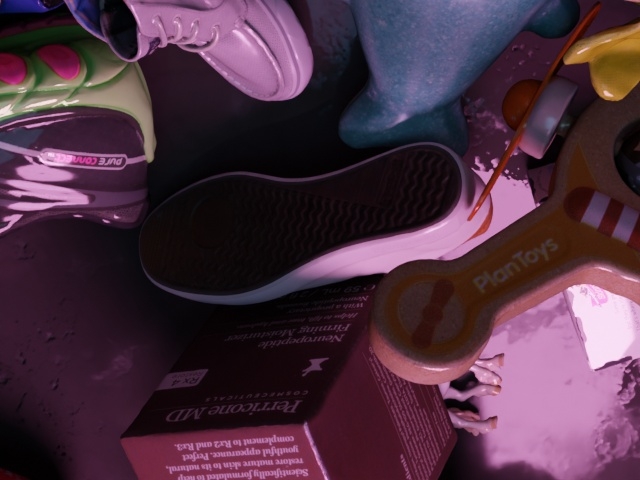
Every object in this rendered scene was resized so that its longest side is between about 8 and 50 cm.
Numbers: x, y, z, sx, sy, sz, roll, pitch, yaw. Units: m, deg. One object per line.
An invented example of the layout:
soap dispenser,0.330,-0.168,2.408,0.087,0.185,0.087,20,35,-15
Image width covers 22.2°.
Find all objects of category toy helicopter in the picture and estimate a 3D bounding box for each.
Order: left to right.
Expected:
toy helicopter,0.173,-0.021,1.144,0.355,0.235,0.140,-28,162,-23

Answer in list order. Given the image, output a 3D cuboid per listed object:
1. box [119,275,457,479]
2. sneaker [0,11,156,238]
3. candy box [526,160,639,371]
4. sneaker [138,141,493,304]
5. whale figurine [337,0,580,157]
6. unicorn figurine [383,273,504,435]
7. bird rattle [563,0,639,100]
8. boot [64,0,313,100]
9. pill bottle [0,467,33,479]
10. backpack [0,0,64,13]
box,-0.017,0.155,1.286,0.168,0.203,0.167,-7,117,28
sneaker,-0.352,-0.014,1.240,0.483,0.185,0.202,-14,115,9
candy box,0.283,-0.004,1.309,0.196,0.070,0.165,-18,115,8
sneaker,0.000,0.000,1.296,0.290,0.123,0.106,-9,75,24
whale figurine,0.085,-0.170,1.187,0.216,0.141,0.272,10,119,-6
unicorn figurine,0.097,0.108,1.367,0.111,0.060,0.162,7,122,8
bird rattle,0.218,-0.237,1.095,0.207,0.253,0.143,22,156,-29
boot,-0.111,-0.164,1.174,0.095,0.123,0.258,-14,130,41
pill bottle,-0.409,0.254,1.345,0.408,0.229,0.229,23,114,-12
backpack,-0.224,-0.233,1.178,0.101,0.098,0.120,0,119,19
